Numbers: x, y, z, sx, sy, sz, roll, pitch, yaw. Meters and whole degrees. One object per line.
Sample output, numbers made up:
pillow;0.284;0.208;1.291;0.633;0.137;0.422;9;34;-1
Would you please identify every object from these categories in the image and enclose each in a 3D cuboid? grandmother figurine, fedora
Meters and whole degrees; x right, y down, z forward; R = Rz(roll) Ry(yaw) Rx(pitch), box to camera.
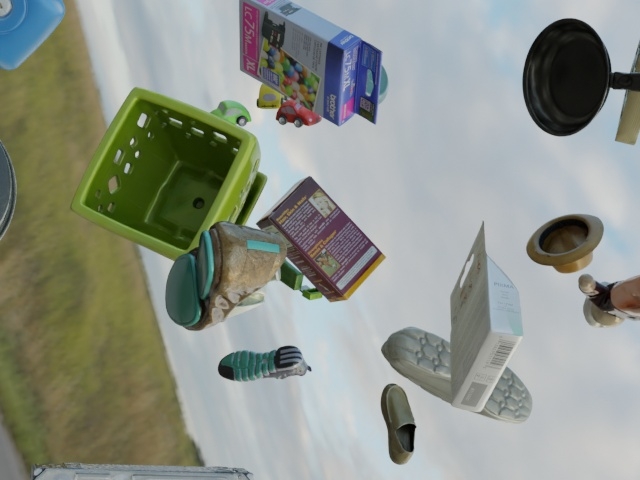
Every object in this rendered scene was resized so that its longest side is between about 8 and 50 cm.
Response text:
grandmother figurine;0.561;0.107;1.871;0.104;0.208;0.342;-63;179;-12
fedora;0.562;0.017;2.341;0.079;0.194;0.194;62;-6;-27

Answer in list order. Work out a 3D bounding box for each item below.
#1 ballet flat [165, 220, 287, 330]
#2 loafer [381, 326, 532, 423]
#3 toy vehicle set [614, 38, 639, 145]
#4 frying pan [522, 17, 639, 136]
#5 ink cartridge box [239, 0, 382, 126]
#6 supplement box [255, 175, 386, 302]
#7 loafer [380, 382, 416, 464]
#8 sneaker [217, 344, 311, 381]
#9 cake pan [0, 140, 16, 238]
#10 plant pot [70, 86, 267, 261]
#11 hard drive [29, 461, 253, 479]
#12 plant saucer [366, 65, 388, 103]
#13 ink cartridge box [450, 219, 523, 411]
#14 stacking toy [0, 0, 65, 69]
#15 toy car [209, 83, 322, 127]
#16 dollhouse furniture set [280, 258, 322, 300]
ballet flat;-0.119;0.049;1.359;0.342;0.124;0.116;136;-50;-66
loafer;0.263;0.260;1.987;0.319;0.112;0.111;31;-22;-13
toy vehicle set;0.557;-0.296;1.778;0.267;0.035;0.166;-58;159;-53
frying pan;0.450;-0.287;1.684;0.326;0.053;0.197;-22;-106;56
ink cartridge box;-0.024;-0.342;1.967;0.311;0.065;0.185;31;-37;22
supplement box;0.000;0.000;1.693;0.188;0.104;0.081;47;-19;-9
loafer;0.147;0.327;1.860;0.050;0.056;0.148;-36;-123;53
sneaker;-0.136;0.317;2.510;0.098;0.224;0.083;55;34;-49
cake pan;-0.609;-0.092;1.587;0.054;0.293;0.293;-20;-94;57
plant pot;-0.223;-0.078;1.650;0.228;0.227;0.207;24;-10;15
hard drive;-0.277;0.463;1.574;0.064;0.339;0.236;171;-75;-71
plant saucer;0.105;-0.348;2.211;0.021;0.119;0.119;-19;-93;52
ink cartridge box;0.240;0.111;1.529;0.224;0.056;0.181;-81;-174;-46
stacking toy;-0.528;-0.421;1.809;0.175;0.166;0.302;43;9;-13
toy car;-0.139;-0.284;2.205;0.239;0.225;0.053;-136;-144;-57
dollhouse furniture set;-0.002;0.060;1.882;0.058;0.152;0.076;36;-56;44
